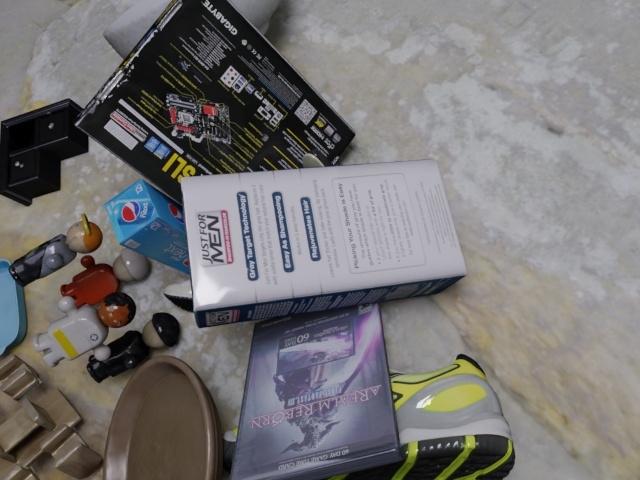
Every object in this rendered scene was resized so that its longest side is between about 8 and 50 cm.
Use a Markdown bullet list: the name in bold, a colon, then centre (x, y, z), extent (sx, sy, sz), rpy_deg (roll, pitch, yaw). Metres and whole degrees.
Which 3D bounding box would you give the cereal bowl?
- **cereal bowl**: centre (-0.190, -0.392, 0.896), extent (0.339, 0.141, 0.339), rpy_deg (-24, 34, 17)

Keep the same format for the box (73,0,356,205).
- **box**: centre (-0.136, -0.163, 0.759), extent (0.257, 0.322, 0.079), rpy_deg (-52, 30, -3)

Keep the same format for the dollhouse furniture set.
- **dollhouse furniture set**: centre (-0.481, 0.349, 0.805), extent (0.212, 0.161, 0.242), rpy_deg (35, 64, 26)

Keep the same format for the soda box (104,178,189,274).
- **soda box**: centre (-0.221, -0.009, 0.781), extent (0.067, 0.210, 0.071), rpy_deg (-33, 67, 4)

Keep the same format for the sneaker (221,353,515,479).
- **sneaker**: centre (0.047, 0.251, 0.685), extent (0.384, 0.145, 0.147), rpy_deg (-11, 38, 16)

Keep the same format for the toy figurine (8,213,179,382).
- **toy figurine**: centre (-0.329, 0.088, 0.785), extent (0.148, 0.209, 0.213), rpy_deg (-29, 65, -6)

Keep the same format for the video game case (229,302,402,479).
- **video game case**: centre (-0.008, 0.178, 0.672), extent (0.196, 0.026, 0.274), rpy_deg (-18, 30, 11)

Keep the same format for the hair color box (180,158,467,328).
- **hair color box**: centre (0.000, 0.000, 0.697), extent (0.347, 0.105, 0.174), rpy_deg (-6, 71, -14)

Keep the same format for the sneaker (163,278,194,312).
- **sneaker**: centre (-0.169, 0.072, 0.833), extent (0.161, 0.057, 0.075), rpy_deg (0, 56, 17)

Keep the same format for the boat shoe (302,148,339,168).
- **boat shoe**: centre (0.015, -0.096, 0.786), extent (0.049, 0.133, 0.042), rpy_deg (19, 70, 39)

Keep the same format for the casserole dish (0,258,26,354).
- **casserole dish**: centre (-0.582, 0.123, 0.939), extent (0.114, 0.037, 0.188), rpy_deg (-23, 67, 8)

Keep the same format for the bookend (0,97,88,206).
- **bookend**: centre (-0.520, -0.166, 0.992), extent (0.156, 0.072, 0.157), rpy_deg (-13, 70, 11)

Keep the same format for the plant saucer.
- **plant saucer**: centre (-0.220, 0.301, 0.721), extent (0.277, 0.041, 0.278), rpy_deg (-17, 65, 40)
